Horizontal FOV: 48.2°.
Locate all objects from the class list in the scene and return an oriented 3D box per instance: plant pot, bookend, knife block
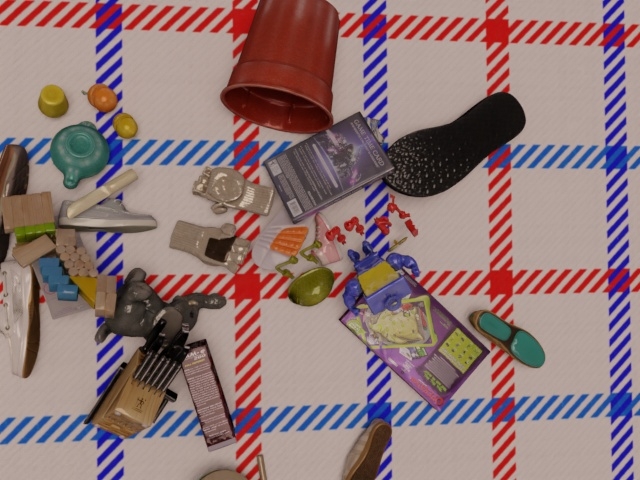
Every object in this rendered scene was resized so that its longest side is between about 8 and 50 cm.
[{"bbox_3d":[-0.077,-0.429,1.698,0.272,0.272,0.265,13,79,-8],"label":"plant pot"},{"bbox_3d":[-0.450,0.399,1.704,0.156,0.072,0.157,34,85,-7],"label":"bookend"},{"bbox_3d":[-0.394,0.303,1.611,0.088,0.275,0.242,32,54,-17],"label":"knife block"}]

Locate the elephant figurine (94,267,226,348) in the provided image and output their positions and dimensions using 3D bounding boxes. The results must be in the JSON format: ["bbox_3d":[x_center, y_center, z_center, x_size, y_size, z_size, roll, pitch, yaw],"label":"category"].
[{"bbox_3d":[-0.369,0.183,1.690,0.239,0.169,0.186,34,113,-22],"label":"elephant figurine"}]

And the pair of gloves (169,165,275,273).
[{"bbox_3d":[-0.240,-0.057,1.735,0.204,0.042,0.240,23,84,10],"label":"pair of gloves"}]

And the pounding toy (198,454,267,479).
[{"bbox_3d":[-0.231,0.643,1.729,0.236,0.110,0.183,-13,78,-37],"label":"pounding toy"}]

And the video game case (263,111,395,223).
[{"bbox_3d":[0.017,-0.180,1.741,0.274,0.026,0.196,-27,61,0],"label":"video game case"}]

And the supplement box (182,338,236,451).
[{"bbox_3d":[-0.269,0.364,1.702,0.073,0.130,0.240,-18,92,-9],"label":"supplement box"}]

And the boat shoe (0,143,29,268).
[{"bbox_3d":[-0.767,-0.074,1.647,0.116,0.123,0.324,16,84,-5],"label":"boat shoe"}]

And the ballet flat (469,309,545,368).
[{"bbox_3d":[0.481,0.248,1.845,0.232,0.073,0.080,37,80,-12],"label":"ballet flat"}]

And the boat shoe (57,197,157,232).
[{"bbox_3d":[-0.504,-0.064,1.702,0.227,0.079,0.081,2,77,-14],"label":"boat shoe"}]

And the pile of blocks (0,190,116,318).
[{"bbox_3d":[-0.583,0.054,1.585,0.149,0.113,0.362,-34,75,-30],"label":"pile of blocks"}]

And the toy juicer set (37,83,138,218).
[{"bbox_3d":[-0.535,-0.220,1.706,0.209,0.089,0.329,-13,82,-21],"label":"toy juicer set"}]

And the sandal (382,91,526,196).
[{"bbox_3d":[0.335,-0.232,1.830,0.445,0.107,0.168,-28,91,-20],"label":"sandal"}]

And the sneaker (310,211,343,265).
[{"bbox_3d":[0.000,0.000,1.789,0.070,0.051,0.134,-24,96,-13],"label":"sneaker"}]

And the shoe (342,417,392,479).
[{"bbox_3d":[0.111,0.548,1.795,0.076,0.058,0.219,28,89,-27],"label":"shoe"}]

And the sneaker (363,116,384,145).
[{"bbox_3d":[0.137,-0.247,1.817,0.058,0.052,0.135,-3,90,-13],"label":"sneaker"}]

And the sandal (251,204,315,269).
[{"bbox_3d":[-0.069,-0.035,1.768,0.102,0.076,0.265,32,76,5],"label":"sandal"}]

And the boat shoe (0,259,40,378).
[{"bbox_3d":[-0.711,0.181,1.663,0.096,0.098,0.277,0,79,-8],"label":"boat shoe"}]

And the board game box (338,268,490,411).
[{"bbox_3d":[0.241,0.243,1.823,0.347,0.056,0.208,44,79,-5],"label":"board game box"}]

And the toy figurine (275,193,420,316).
[{"bbox_3d":[0.102,0.089,1.687,0.362,0.191,0.217,-30,51,-1],"label":"toy figurine"}]

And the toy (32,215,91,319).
[{"bbox_3d":[-0.615,0.062,1.684,0.137,0.056,0.237,-17,85,-44],"label":"toy"}]
